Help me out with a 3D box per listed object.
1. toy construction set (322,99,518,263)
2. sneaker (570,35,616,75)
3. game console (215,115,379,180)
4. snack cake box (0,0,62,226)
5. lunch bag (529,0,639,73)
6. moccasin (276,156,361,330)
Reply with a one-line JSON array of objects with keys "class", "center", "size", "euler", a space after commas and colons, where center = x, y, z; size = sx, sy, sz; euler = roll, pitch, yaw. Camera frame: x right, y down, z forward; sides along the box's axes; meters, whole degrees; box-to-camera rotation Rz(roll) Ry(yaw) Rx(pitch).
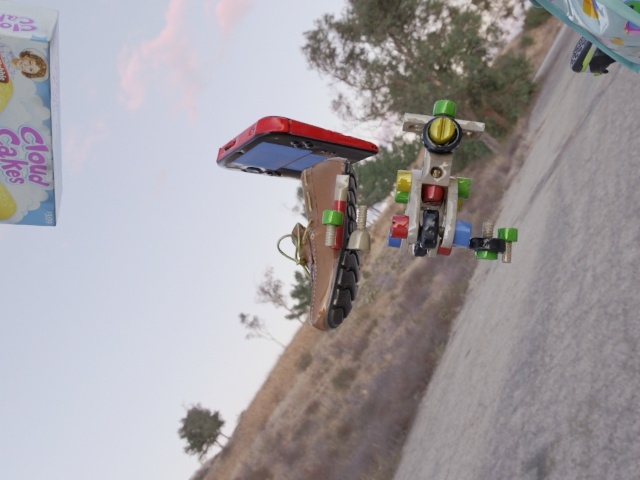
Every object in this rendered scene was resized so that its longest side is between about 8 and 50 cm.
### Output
[{"class": "toy construction set", "center": [0.150, -0.096, 0.881], "size": [0.257, 0.309, 0.237], "euler": [12, -99, -58]}, {"class": "sneaker", "center": [0.596, -0.421, 1.059], "size": [0.234, 0.097, 0.084], "euler": [87, -159, -72]}, {"class": "game console", "center": [-0.080, -0.236, 1.470], "size": [0.387, 0.342, 0.060], "euler": [-11, 72, 58]}, {"class": "snack cake box", "center": [-0.393, -0.143, 0.622], "size": [0.089, 0.152, 0.264], "euler": [-108, 29, -43]}, {"class": "lunch bag", "center": [0.341, -0.319, 0.536], "size": [0.223, 0.262, 0.160], "euler": [-62, 15, 18]}, {"class": "moccasin", "center": [-0.001, -0.001, 1.064], "size": [0.139, 0.147, 0.380], "euler": [53, -148, -60]}]
